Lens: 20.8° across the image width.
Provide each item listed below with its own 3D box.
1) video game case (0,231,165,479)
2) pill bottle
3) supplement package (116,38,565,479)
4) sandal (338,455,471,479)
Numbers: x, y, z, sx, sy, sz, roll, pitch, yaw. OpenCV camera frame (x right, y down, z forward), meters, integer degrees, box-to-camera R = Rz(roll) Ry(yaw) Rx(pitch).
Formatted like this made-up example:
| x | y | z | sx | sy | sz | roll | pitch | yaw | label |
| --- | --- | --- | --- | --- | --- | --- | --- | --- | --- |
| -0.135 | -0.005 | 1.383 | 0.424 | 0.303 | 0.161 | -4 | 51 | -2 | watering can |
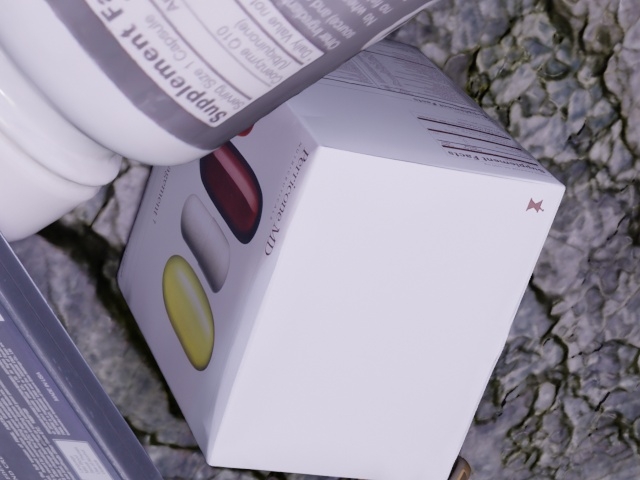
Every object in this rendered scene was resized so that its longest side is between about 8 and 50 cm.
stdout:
| x | y | z | sx | sy | sz | roll | pitch | yaw | label |
| --- | --- | --- | --- | --- | --- | --- | --- | --- | --- |
| -0.233 | 0.065 | 0.917 | 0.026 | 0.274 | 0.196 | -59 | 135 | -37 | video game case |
| -0.052 | -0.163 | 0.831 | 0.361 | 0.204 | 0.204 | -32 | 126 | 15 | pill bottle |
| 0.000 | 0.000 | 0.983 | 0.149 | 0.203 | 0.194 | 9 | 113 | -26 | supplement package |
| 0.019 | 0.186 | 1.185 | 0.180 | 0.072 | 0.049 | -23 | 102 | -4 | sandal |
